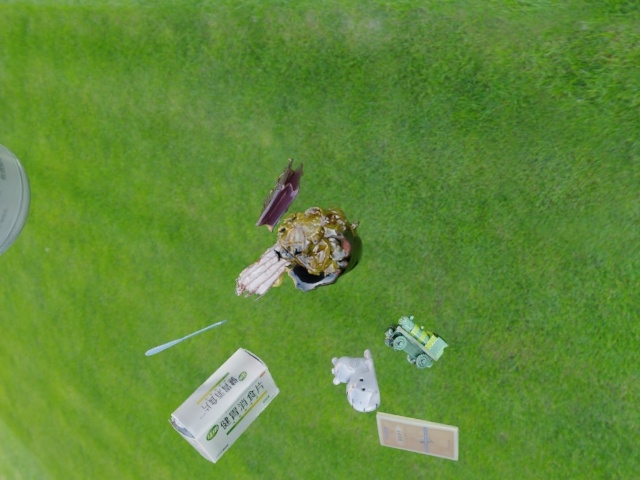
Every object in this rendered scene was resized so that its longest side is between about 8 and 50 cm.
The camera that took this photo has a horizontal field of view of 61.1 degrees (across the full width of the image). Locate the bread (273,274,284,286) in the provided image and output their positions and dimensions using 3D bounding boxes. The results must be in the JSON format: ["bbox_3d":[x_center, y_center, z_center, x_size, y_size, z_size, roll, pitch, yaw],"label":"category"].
[{"bbox_3d":[-0.194,0.132,2.036,0.115,0.056,0.082,2,62,30],"label":"bread"}]

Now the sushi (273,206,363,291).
[{"bbox_3d":[-0.005,0.004,1.312,0.213,0.200,0.204,40,155,40],"label":"sushi"}]

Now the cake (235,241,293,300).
[{"bbox_3d":[-0.149,0.070,1.663,0.098,0.287,0.135,43,151,2],"label":"cake"}]

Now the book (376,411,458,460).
[{"bbox_3d":[0.294,0.595,1.645,0.241,0.018,0.170,4,130,19],"label":"book"}]

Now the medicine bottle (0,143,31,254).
[{"bbox_3d":[-0.681,-0.090,0.897,0.245,0.306,0.245,-3,79,16],"label":"medicine bottle"}]

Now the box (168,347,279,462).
[{"bbox_3d":[-0.310,0.540,1.787,0.145,0.333,0.173,24,146,37],"label":"box"}]

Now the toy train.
[{"bbox_3d":[0.307,0.329,1.780,0.200,0.132,0.083,40,173,-17],"label":"toy train"}]

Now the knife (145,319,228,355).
[{"bbox_3d":[-0.431,0.313,1.745,0.313,0.044,0.019,-24,78,16],"label":"knife"}]

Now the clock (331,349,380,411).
[{"bbox_3d":[0.094,0.385,1.469,0.176,0.117,0.080,-100,0,-46],"label":"clock"}]

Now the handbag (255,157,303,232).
[{"bbox_3d":[-0.131,-0.150,1.816,0.074,0.216,0.203,29,120,-12],"label":"handbag"}]
